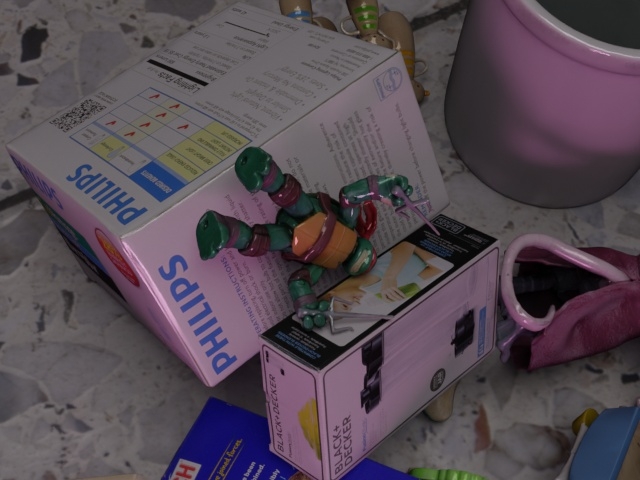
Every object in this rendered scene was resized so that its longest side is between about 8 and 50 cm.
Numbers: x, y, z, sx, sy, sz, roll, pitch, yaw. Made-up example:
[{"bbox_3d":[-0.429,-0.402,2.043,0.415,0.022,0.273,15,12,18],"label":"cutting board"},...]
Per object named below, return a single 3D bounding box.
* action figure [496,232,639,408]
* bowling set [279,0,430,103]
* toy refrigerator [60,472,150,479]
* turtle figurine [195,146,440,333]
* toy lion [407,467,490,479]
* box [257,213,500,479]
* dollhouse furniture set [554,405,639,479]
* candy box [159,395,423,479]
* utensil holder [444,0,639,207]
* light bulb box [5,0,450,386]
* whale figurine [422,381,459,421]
[{"bbox_3d":[0.398,0.054,1.271,0.370,0.275,0.248,-2,59,9],"label":"action figure"},{"bbox_3d":[0.011,-0.276,1.431,0.287,0.200,0.154,-9,67,-4],"label":"bowling set"},{"bbox_3d":[-0.282,0.321,1.114,0.270,0.094,0.102,-13,54,29],"label":"toy refrigerator"},{"bbox_3d":[0.000,0.000,1.029,0.234,0.118,0.175,23,87,-36],"label":"turtle figurine"},{"bbox_3d":[0.154,0.287,1.228,0.100,0.096,0.034,14,65,3],"label":"toy lion"},{"bbox_3d":[0.071,0.113,1.123,0.087,0.169,0.290,28,44,37],"label":"box"},{"bbox_3d":[0.299,0.387,1.205,0.286,0.198,0.303,61,41,-18],"label":"dollhouse furniture set"},{"bbox_3d":[-0.041,0.347,1.120,0.317,0.122,0.268,18,65,28],"label":"candy box"},{"bbox_3d":[0.335,-0.257,1.335,0.328,0.385,0.327,2,65,-4],"label":"utensil holder"},{"bbox_3d":[-0.113,-0.077,1.224,0.361,0.225,0.358,-36,36,-18],"label":"light bulb box"},{"bbox_3d":[0.054,0.122,1.298,0.272,0.141,0.216,33,61,-15],"label":"whale figurine"}]
